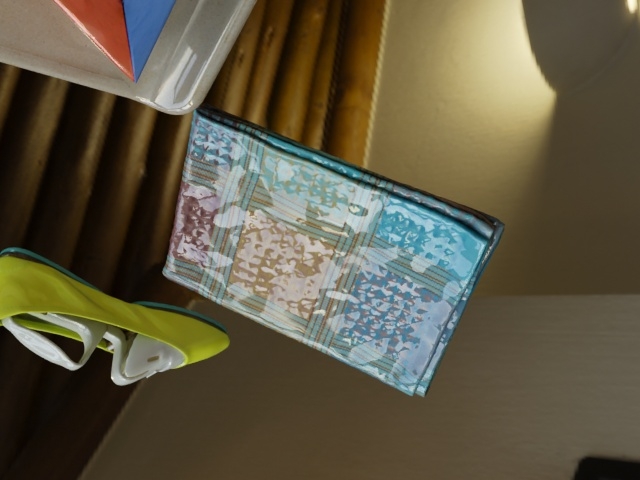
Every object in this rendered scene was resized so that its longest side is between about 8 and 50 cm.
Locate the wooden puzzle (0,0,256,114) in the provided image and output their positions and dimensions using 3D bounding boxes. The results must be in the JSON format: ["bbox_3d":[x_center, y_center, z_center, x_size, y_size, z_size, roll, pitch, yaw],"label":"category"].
[{"bbox_3d":[-0.161,-0.228,0.473,0.348,0.322,0.080,15,-145,-30],"label":"wooden puzzle"}]

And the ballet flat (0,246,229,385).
[{"bbox_3d":[-0.186,0.082,0.787,0.231,0.077,0.077,25,-127,-29],"label":"ballet flat"}]

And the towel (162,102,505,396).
[{"bbox_3d":[-0.004,0.019,1.065,0.040,0.370,0.271,-56,-14,-54],"label":"towel"}]
